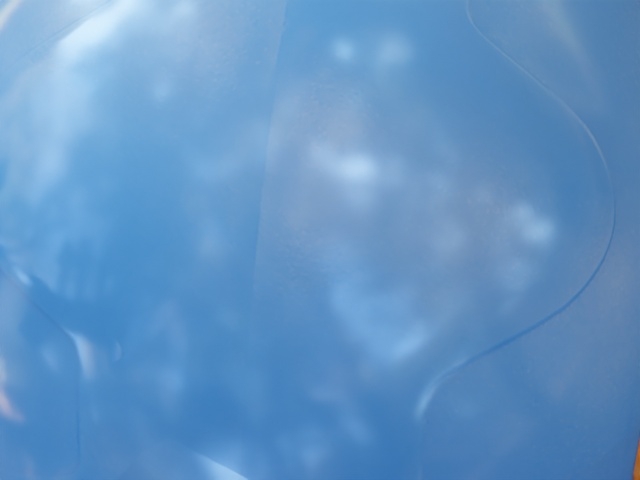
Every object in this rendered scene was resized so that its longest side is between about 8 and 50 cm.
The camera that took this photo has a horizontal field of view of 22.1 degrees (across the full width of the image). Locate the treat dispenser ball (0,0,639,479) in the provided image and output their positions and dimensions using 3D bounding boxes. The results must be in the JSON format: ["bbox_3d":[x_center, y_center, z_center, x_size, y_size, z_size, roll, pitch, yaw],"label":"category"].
[{"bbox_3d":[0.000,0.000,0.568,0.288,0.288,0.288,-6,72,18],"label":"treat dispenser ball"}]
